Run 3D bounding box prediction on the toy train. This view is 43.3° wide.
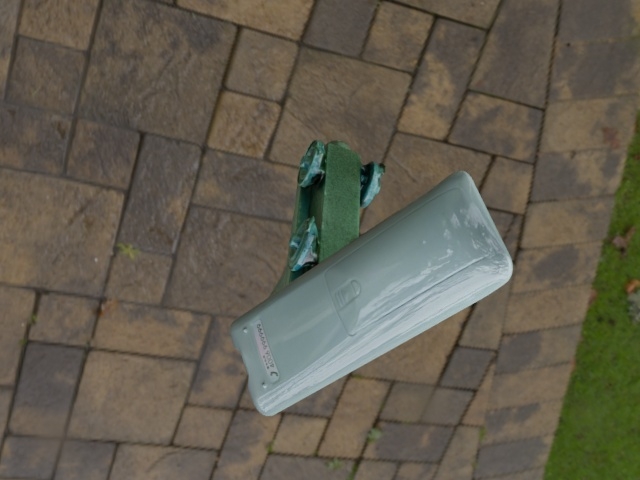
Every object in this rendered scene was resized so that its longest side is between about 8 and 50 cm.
[{"bbox_3d":[0.000,0.000,1.109,0.120,0.298,0.194,19,134,-13],"label":"toy train"}]

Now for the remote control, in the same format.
[{"bbox_3d":[0.028,0.053,0.706,0.293,0.103,0.051,-36,154,31],"label":"remote control"}]
